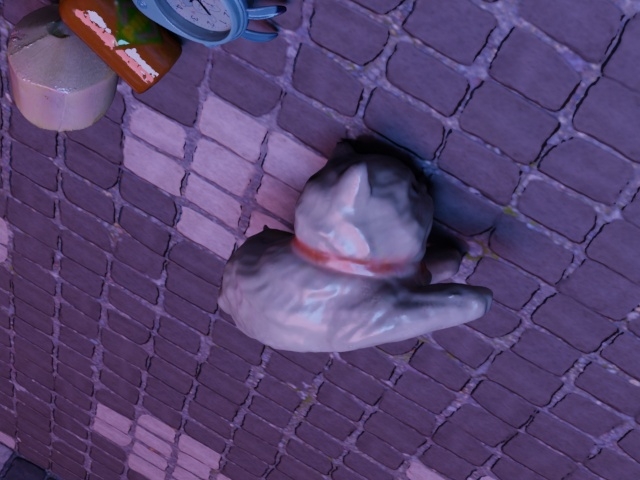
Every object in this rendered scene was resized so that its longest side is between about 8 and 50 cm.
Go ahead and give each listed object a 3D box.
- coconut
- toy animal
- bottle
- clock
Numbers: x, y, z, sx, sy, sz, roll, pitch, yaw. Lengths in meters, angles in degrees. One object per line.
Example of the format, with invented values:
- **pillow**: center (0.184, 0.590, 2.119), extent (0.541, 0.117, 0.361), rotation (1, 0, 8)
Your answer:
- **coconut**: center (-0.266, -0.185, 1.410), extent (0.116, 0.116, 0.122), rotation (30, 150, 4)
- **toy animal**: center (0.000, 0.000, 1.412), extent (0.188, 0.266, 0.308), rotation (61, -175, -21)
- **bottle**: center (-0.222, -0.229, 1.338), extent (0.187, 0.069, 0.069), rotation (42, 150, -20)
- **clock**: center (-0.104, -0.225, 1.253), extent (0.147, 0.045, 0.108), rotation (29, 152, 3)
